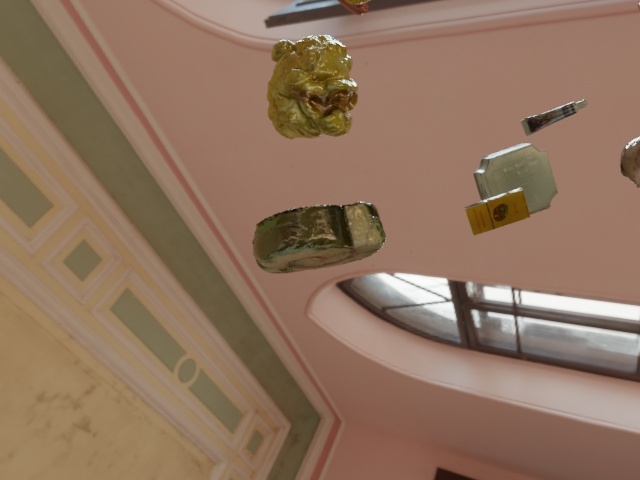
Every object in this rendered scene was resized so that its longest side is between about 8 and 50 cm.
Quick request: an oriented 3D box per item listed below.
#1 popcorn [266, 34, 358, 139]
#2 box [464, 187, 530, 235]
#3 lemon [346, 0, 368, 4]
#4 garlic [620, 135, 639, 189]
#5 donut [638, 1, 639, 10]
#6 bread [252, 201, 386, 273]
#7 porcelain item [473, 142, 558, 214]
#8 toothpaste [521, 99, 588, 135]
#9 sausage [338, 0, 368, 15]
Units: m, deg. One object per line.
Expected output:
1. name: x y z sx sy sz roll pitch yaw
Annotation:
1. popcorn: -0.019 -0.381 1.263 0.235 0.242 0.250 -26 -65 -62
2. box: 0.475 -0.076 1.366 0.023 0.155 0.086 -78 -33 -66
3. lemon: 0.093 -0.614 1.187 0.133 0.109 0.109 -52 -42 -24
4. garlic: 1.022 -0.202 1.505 0.292 0.210 0.237 -45 -61 -38
5. donut: 0.858 -0.448 1.099 0.330 0.160 0.330 12 -120 -22
6. bread: 0.000 0.000 1.448 0.366 0.382 0.129 12 -117 -58
7. porcelain item: 0.790 -0.237 2.078 0.157 0.282 0.285 -81 -30 -82
8. toothpaste: 0.809 -0.430 1.759 0.037 0.216 0.062 -34 -79 -52
9. sausage: 0.089 -0.862 1.777 0.194 0.077 0.077 33 -117 -24
